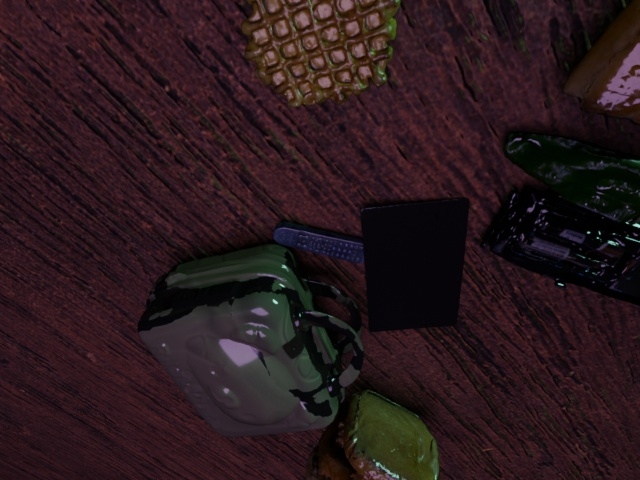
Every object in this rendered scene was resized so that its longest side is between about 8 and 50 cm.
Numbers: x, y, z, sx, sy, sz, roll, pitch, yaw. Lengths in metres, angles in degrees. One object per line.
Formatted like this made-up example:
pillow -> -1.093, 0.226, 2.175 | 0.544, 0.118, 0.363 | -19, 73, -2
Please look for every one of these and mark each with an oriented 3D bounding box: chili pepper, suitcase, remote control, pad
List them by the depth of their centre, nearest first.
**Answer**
chili pepper -> 0.324, -0.083, 0.475 | 0.216, 0.062, 0.108 | 24, 166, 19
remote control -> 0.441, 0.031, 0.570 | 0.398, 0.062, 0.145 | 17, 126, -2
remote control -> 0.000, 0.001, 0.652 | 0.152, 0.027, 0.043 | 15, 120, -2
pad -> 0.152, 0.052, 0.664 | 0.159, 0.009, 0.265 | -5, 125, 5
suitcase -> -0.095, 0.181, 0.694 | 0.339, 0.194, 0.351 | -12, 122, 15

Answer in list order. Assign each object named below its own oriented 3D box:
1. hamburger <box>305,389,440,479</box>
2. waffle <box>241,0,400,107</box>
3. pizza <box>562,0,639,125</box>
hamburger -> 0.105, 0.441, 0.831 | 0.245, 0.260, 0.211 | 1, 120, -46
waffle -> -0.003, -0.244, 0.470 | 0.191, 0.038, 0.191 | 5, 126, 6
pizza -> 0.462, -0.185, 0.382 | 0.408, 0.114, 0.278 | -18, 120, 23
